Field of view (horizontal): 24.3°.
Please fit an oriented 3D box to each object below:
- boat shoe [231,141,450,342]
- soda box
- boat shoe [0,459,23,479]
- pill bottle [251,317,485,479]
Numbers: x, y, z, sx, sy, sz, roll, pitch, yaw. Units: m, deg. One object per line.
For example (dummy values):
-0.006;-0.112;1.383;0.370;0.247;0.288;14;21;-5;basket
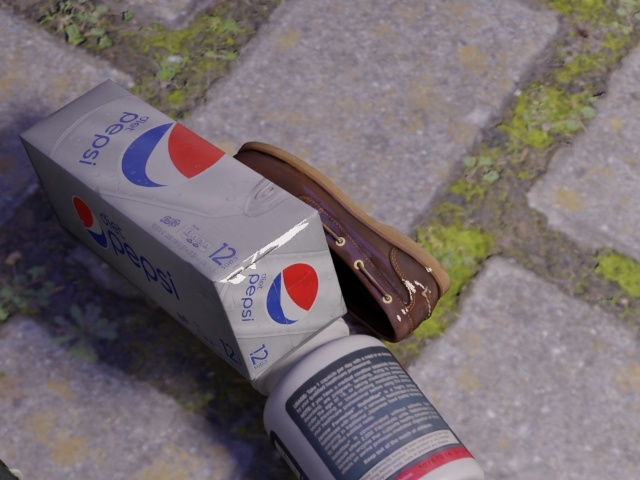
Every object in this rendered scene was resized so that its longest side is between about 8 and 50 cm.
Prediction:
0.000;0.000;1.155;0.207;0.073;0.073;34;61;18;boat shoe
-0.107;-0.017;1.089;0.091;0.098;0.286;-34;40;-20;soda box
-0.244;0.205;1.013;0.119;0.121;0.335;-1;53;-30;boat shoe
0.023;0.130;1.054;0.108;0.108;0.180;-29;63;-18;pill bottle
